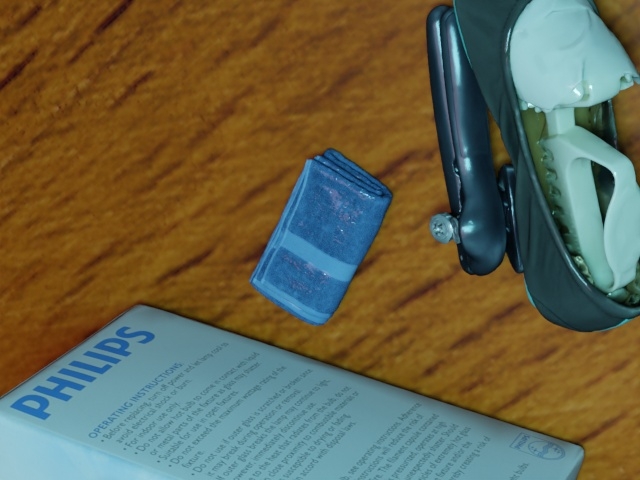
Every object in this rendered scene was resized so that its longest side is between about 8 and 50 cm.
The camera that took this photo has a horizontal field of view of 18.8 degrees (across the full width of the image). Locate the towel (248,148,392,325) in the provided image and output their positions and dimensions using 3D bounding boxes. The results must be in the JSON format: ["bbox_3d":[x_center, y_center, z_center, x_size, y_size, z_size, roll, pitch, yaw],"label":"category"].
[{"bbox_3d":[0.000,0.000,1.356,0.067,0.029,0.119,33,118,12],"label":"towel"}]

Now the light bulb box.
[{"bbox_3d":[-0.045,0.283,1.359,0.361,0.225,0.358,17,113,19],"label":"light bulb box"}]

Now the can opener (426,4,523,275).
[{"bbox_3d":[0.098,-0.065,1.281,0.059,0.073,0.186,3,109,66],"label":"can opener"}]

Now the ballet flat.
[{"bbox_3d":[0.161,-0.074,1.214,0.096,0.095,0.280,11,122,56],"label":"ballet flat"}]
